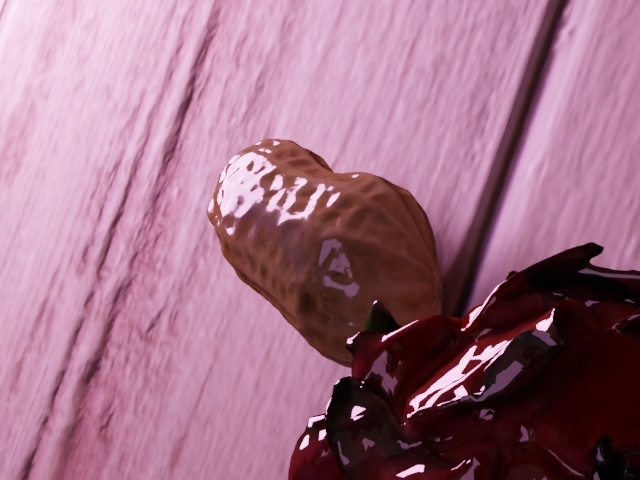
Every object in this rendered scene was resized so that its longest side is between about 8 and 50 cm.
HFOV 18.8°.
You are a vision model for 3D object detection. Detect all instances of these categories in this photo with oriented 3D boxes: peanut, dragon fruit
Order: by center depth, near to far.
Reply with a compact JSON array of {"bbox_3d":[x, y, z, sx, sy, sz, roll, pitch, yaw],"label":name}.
[{"bbox_3d":[0.105,0.134,0.706,0.233,0.234,0.293,-56,34,15],"label":"dragon fruit"},{"bbox_3d":[0.000,0.000,1.005,0.093,0.083,0.194,-59,38,11],"label":"peanut"}]
